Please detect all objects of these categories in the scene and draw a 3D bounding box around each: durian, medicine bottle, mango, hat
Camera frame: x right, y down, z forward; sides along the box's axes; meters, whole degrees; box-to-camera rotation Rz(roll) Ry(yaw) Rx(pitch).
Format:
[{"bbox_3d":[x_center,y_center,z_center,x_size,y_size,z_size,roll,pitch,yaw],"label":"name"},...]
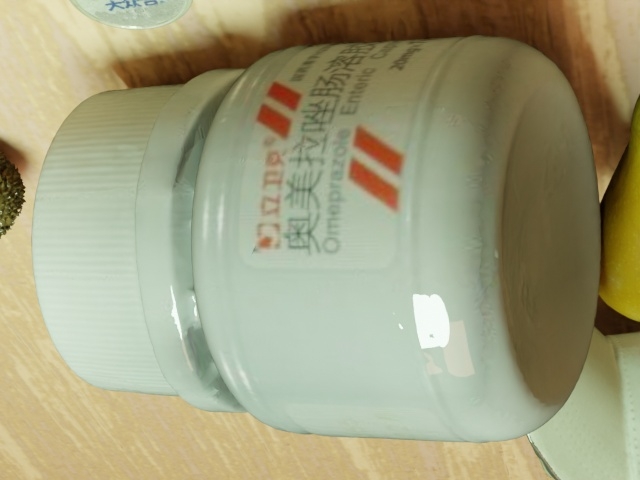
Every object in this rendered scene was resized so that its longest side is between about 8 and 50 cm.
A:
[{"bbox_3d":[-0.248,-0.030,1.266,0.080,0.091,0.080,7,130,8],"label":"durian"},{"bbox_3d":[0.000,0.000,1.130,0.306,0.245,0.245,-1,152,25],"label":"medicine bottle"},{"bbox_3d":[0.232,-0.033,1.172,0.099,0.136,0.227,30,151,23],"label":"mango"},{"bbox_3d":[0.262,0.110,1.396,0.168,0.258,0.301,-39,116,17],"label":"hat"}]

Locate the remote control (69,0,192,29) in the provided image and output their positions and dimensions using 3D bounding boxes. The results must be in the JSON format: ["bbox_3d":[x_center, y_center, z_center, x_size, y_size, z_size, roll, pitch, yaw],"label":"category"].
[{"bbox_3d":[-0.132,-0.192,1.004,0.078,0.042,0.221,-5,149,16],"label":"remote control"}]
